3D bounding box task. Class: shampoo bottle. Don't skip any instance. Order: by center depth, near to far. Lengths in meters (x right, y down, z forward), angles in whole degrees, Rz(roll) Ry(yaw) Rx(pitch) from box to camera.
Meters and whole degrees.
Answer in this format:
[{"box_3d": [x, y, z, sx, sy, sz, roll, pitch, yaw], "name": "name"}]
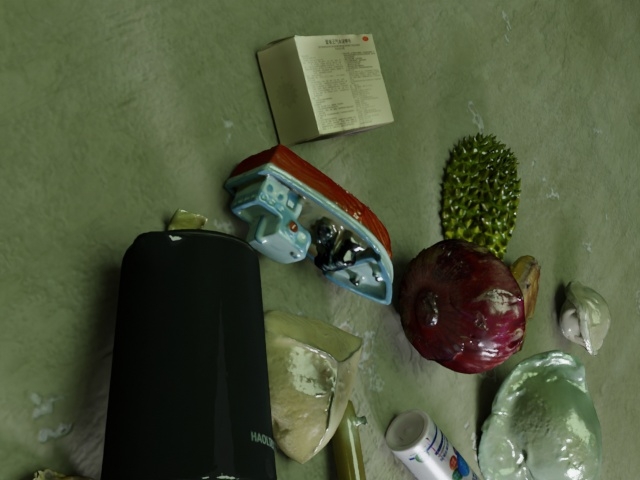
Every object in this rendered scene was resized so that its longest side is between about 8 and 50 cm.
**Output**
[{"box_3d": [0.232, 0.432, 1.465, 0.303, 0.092, 0.092, 52, 48, -26], "name": "shampoo bottle"}]

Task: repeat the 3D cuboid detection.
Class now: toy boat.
[{"box_3d": [0.000, 0.000, 1.262, 0.332, 0.145, 0.133, 36, 57, -30], "name": "toy boat"}]

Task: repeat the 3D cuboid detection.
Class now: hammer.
[{"box_3d": [0.054, 0.399, 1.286, 0.202, 0.113, 0.305, 15, 62, -48], "name": "hammer"}]

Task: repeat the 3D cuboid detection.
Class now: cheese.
[{"box_3d": [-0.186, -0.005, 1.141, 0.060, 0.041, 0.084, -3, 99, -41], "name": "cheese"}]

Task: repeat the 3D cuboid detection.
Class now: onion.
[{"box_3d": [0.245, 0.118, 1.445, 0.190, 0.246, 0.246, -9, 88, -38], "name": "onion"}]

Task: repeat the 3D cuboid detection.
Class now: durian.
[{"box_3d": [0.334, -0.079, 1.702, 0.169, 0.157, 0.355, 76, 26, -65], "name": "durian"}]

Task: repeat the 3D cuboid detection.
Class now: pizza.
[{"box_3d": [0.400, 0.136, 1.708, 0.305, 0.085, 0.161, -53, 143, -47], "name": "pizza"}]

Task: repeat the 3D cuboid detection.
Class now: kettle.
[{"box_3d": [-0.135, 0.164, 1.014, 0.262, 0.203, 0.308, 17, 58, -36], "name": "kettle"}]

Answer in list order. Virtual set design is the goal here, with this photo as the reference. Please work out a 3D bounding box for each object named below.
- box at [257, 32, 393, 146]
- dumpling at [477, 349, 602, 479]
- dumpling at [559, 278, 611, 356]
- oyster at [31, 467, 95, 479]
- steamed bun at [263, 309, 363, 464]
[{"box_3d": [0.012, -0.258, 1.371, 0.212, 0.095, 0.168, -18, 97, -49], "name": "box"}, {"box_3d": [0.473, 0.395, 1.652, 0.270, 0.212, 0.321, 5, 68, -44], "name": "dumpling"}, {"box_3d": [0.626, 0.176, 1.940, 0.136, 0.118, 0.199, 45, 31, -35], "name": "dumpling"}, {"box_3d": [-0.248, 0.377, 0.973, 0.294, 0.094, 0.166, 53, 29, -13], "name": "oyster"}, {"box_3d": [-0.022, 0.198, 1.226, 0.212, 0.110, 0.231, 42, 52, -31], "name": "steamed bun"}]
